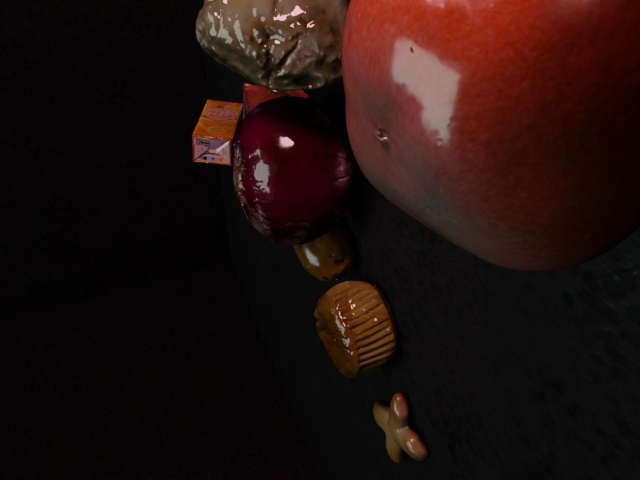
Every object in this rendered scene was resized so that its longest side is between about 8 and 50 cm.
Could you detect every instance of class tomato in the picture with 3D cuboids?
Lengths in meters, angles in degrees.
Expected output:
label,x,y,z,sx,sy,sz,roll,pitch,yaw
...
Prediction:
label,x,y,z,sx,sy,sz,roll,pitch,yaw
tomato,0.155,-0.133,0.512,0.341,0.273,0.341,44,159,21

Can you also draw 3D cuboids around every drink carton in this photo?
label,x,y,z,sx,sy,sz,roll,pitch,yaw
drink carton,-0.248,-0.269,1.337,0.222,0.096,0.070,-90,7,-54

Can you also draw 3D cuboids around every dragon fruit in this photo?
label,x,y,z,sx,sy,sz,roll,pitch,yaw
dragon fruit,-0.115,-0.292,1.494,0.291,0.190,0.290,175,90,-76

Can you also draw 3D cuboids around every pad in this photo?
label,x,y,z,sx,sy,sz,roll,pitch,yaw
pad,0.022,-0.346,1.288,0.245,0.006,0.170,-128,29,-53

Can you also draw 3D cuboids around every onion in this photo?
label,x,y,z,sx,sy,sz,roll,pitch,yaw
onion,-0.049,-0.158,1.223,0.260,0.282,0.336,176,91,-73

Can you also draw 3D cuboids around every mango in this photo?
label,x,y,z,sx,sy,sz,roll,pitch,yaw
mango,0.000,0.000,1.446,0.156,0.151,0.248,-54,38,28

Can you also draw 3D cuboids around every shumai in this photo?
label,x,y,z,sx,sy,sz,roll,pitch,yaw
shumai,-0.073,-0.456,0.956,0.288,0.330,0.291,84,-170,-61

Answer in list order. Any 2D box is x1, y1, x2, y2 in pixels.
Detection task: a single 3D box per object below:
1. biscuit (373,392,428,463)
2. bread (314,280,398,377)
label,x,y,z,sx,sy,sz,roll,pitch,yaw
biscuit,0.190,0.467,1.355,0.208,0.047,0.164,114,140,-65
bread,0.078,0.215,1.346,0.227,0.143,0.253,66,160,7
